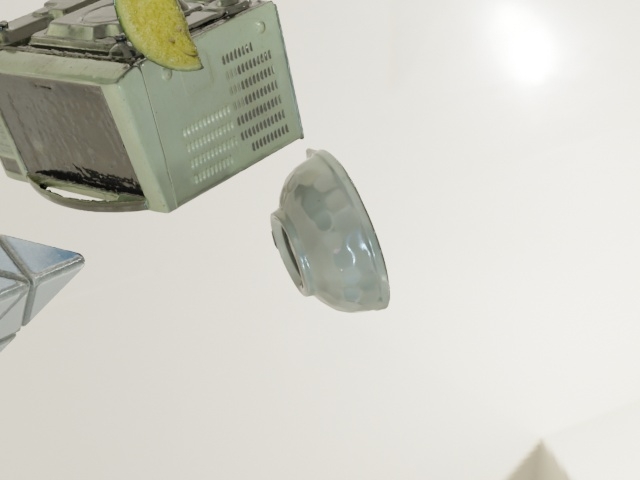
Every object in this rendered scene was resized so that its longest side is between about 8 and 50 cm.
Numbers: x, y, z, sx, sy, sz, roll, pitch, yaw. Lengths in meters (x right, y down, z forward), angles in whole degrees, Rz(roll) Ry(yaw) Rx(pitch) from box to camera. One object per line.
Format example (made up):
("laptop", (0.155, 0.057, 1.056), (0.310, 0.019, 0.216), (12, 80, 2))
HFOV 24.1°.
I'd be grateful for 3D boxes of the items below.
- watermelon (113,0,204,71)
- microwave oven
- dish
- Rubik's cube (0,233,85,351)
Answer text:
("watermelon", (-0.202, -0.298, 1.883), (0.092, 0.075, 0.181), (-14, -69, 31))
("microwave oven", (-0.282, -0.225, 2.184), (0.394, 0.333, 0.247), (13, -54, 43))
("dish", (0.000, 0.000, 2.370), (0.303, 0.120, 0.303), (158, -90, -78))
("Rubik's cube", (-0.411, 0.074, 1.503), (0.229, 0.233, 0.228), (45, 42, -44))
